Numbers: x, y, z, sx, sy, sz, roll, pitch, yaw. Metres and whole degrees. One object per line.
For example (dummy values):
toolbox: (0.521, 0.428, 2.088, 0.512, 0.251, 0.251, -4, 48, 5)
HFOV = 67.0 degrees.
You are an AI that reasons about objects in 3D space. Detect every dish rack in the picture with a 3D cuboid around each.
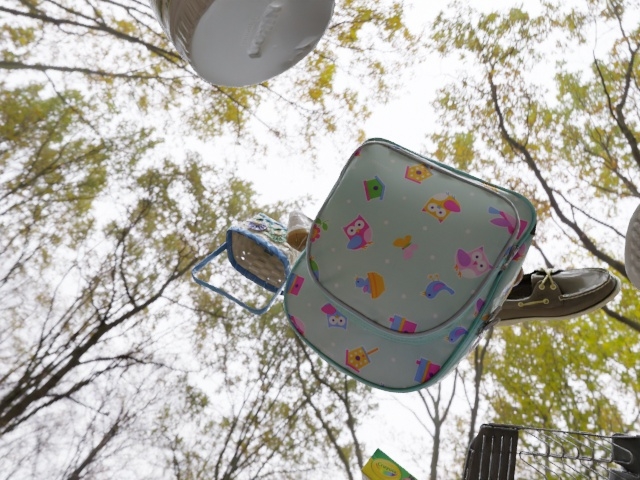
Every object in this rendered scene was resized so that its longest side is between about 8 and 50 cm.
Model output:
dish rack: (0.310, 0.341, 0.618, 0.272, 0.208, 0.074, 11, -11, -14)

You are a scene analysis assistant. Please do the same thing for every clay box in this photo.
clay box: (0.167, 0.436, 0.765, 0.222, 0.053, 0.127, 30, -31, 28)

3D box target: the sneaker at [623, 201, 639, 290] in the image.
sneaker: (0.537, -0.067, 0.683, 0.126, 0.128, 0.320, 20, -86, 46)

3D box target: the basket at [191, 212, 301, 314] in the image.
basket: (-0.192, 0.064, 1.398, 0.255, 0.289, 0.201, 25, -37, 19)

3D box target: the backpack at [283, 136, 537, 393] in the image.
backpack: (0.063, 0.026, 0.391, 0.166, 0.144, 0.188, 29, -87, 18)

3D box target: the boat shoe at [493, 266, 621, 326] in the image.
boat shoe: (0.478, 0.114, 1.058, 0.305, 0.109, 0.091, -21, -62, 38)

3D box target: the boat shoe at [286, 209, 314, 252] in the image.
boat shoe: (0.000, 0.000, 1.272, 0.098, 0.096, 0.277, -18, -30, 18)

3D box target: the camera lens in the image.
camera lens: (-0.129, -0.367, 0.613, 0.219, 0.219, 0.274, -38, -107, 39)

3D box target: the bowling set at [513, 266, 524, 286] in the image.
bowling set: (0.272, 0.032, 0.888, 0.200, 0.154, 0.286, 9, -50, 26)
